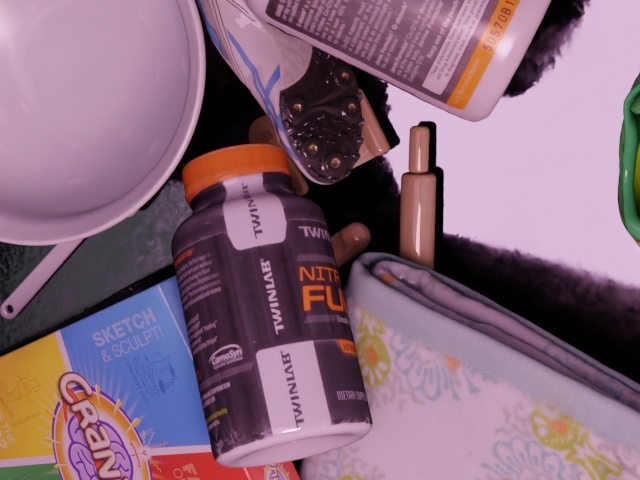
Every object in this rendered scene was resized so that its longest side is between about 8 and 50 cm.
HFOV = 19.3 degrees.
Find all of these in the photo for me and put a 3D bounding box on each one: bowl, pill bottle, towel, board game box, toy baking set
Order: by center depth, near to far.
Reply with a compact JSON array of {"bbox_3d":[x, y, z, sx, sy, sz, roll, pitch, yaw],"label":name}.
[{"bbox_3d":[0.038,-0.219,1.469,0.278,0.162,0.162,27,107,-1],"label":"pill bottle"},{"bbox_3d":[-0.046,0.049,1.508,0.130,0.130,0.245,-18,75,19],"label":"pill bottle"},{"bbox_3d":[0.134,0.224,1.509,0.374,0.090,0.320,30,116,33],"label":"towel"},{"bbox_3d":[-0.216,-0.147,1.580,0.298,0.134,0.298,2,95,17],"label":"bowl"},{"bbox_3d":[0.006,-0.001,1.613,0.197,0.030,0.256,0,98,21],"label":"toy baking set"},{"bbox_3d":[-0.184,0.187,1.640,0.316,0.064,0.242,-25,91,34],"label":"board game box"}]

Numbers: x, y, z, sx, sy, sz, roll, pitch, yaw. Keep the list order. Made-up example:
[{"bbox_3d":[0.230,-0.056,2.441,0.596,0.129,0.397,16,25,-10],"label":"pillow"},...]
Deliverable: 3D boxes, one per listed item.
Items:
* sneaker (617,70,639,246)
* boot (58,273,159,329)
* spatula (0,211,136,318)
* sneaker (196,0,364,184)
[{"bbox_3d":[0.298,-0.127,1.451,0.109,0.123,0.295,14,103,14],"label":"sneaker"},{"bbox_3d":[-0.169,0.096,1.673,0.121,0.045,0.099,-31,89,26],"label":"boot"},{"bbox_3d":[-0.252,-0.050,1.682,0.168,0.019,0.242,45,109,3],"label":"spatula"},{"bbox_3d":[-0.038,-0.152,1.568,0.237,0.085,0.086,63,153,6],"label":"sneaker"}]
